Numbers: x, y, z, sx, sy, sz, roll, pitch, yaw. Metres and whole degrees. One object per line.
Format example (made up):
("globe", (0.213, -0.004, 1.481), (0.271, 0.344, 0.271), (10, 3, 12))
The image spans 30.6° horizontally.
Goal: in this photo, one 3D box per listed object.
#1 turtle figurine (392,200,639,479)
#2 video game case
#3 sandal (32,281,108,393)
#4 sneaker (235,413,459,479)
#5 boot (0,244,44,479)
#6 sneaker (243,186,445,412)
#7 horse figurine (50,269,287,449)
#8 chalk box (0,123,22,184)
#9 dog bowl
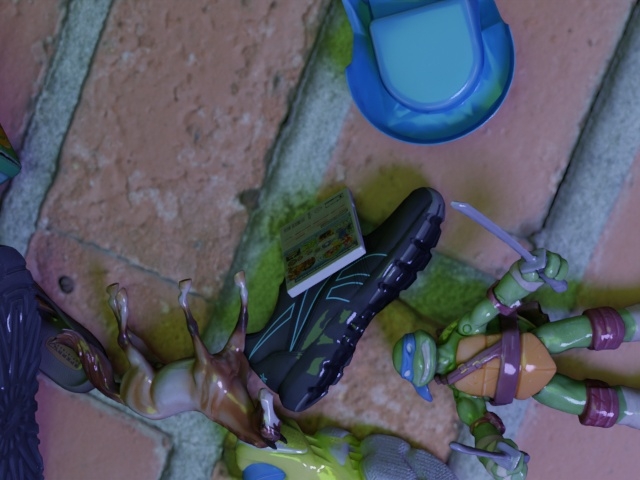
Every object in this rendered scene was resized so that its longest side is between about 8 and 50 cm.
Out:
("turtle figurine", (0.213, 0.119, 1.073), (0.266, 0.275, 0.198), (3, 61, -10))
("video game case", (0.000, 0.000, 1.176), (0.087, 0.122, 0.011), (-31, 119, 12))
("sandal", (-0.332, 0.093, 1.278), (0.219, 0.060, 0.090), (38, 100, 8))
("sneaker", (0.024, 0.263, 1.209), (0.240, 0.091, 0.126), (16, 114, 12))
("boot", (-0.530, 0.141, 1.249), (0.445, 0.146, 0.367), (11, 114, 14))
("sneaker", (0.020, 0.044, 1.180), (0.106, 0.101, 0.267), (40, 94, 19))
("horse figurine", (-0.152, 0.126, 1.207), (0.263, 0.066, 0.175), (-7, 98, 30))
("chalk box", (-0.440, -0.113, 1.193), (0.180, 0.179, 0.289), (-29, 75, 2))
("dog bowl", (0.096, -0.242, 1.159), (0.165, 0.074, 0.297), (-13, 91, 13))
